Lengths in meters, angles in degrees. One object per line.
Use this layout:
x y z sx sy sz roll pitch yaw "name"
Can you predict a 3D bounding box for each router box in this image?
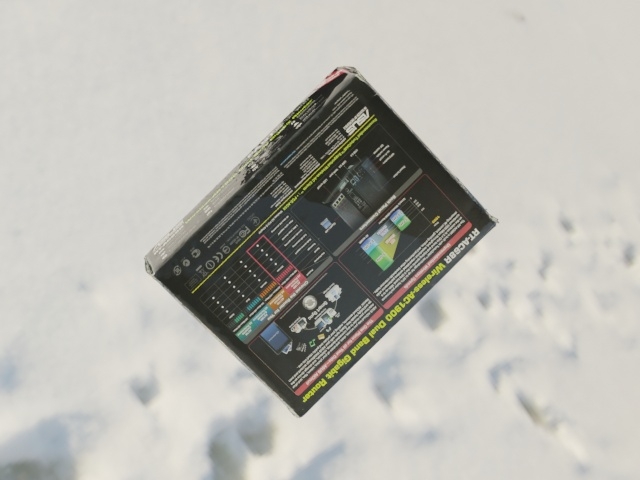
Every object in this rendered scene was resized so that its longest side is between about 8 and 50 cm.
0.000 0.000 0.637 0.092 0.122 0.038 46 -1 -17 "router box"
